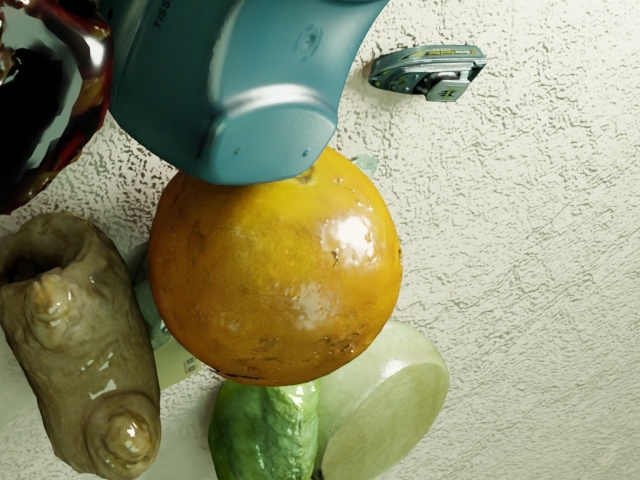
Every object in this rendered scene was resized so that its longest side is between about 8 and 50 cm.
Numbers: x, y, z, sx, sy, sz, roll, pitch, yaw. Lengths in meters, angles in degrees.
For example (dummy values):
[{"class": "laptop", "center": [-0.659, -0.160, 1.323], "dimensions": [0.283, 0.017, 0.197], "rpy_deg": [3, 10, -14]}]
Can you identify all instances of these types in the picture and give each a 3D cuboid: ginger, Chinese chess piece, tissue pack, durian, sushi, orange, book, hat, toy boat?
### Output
[{"class": "ginger", "center": [-0.219, 0.109, 1.231], "dimensions": [0.130, 0.221, 0.275], "rpy_deg": [-19, 147, -6]}, {"class": "Chinese chess piece", "center": [0.053, 0.205, 1.637], "dimensions": [0.238, 0.092, 0.237], "rpy_deg": [-32, 145, -25]}, {"class": "tissue pack", "center": [-0.064, -0.206, 1.091], "dimensions": [0.198, 0.206, 0.287], "rpy_deg": [-5, 130, -51]}, {"class": "durian", "center": [-0.068, 0.230, 1.529], "dimensions": [0.101, 0.139, 0.250], "rpy_deg": [-5, 129, -34]}, {"class": "sushi", "center": [-0.272, -0.117, 0.967], "dimensions": [0.227, 0.212, 0.215], "rpy_deg": [-30, 140, -20]}, {"class": "orange", "center": [-0.042, 0.021, 1.229], "dimensions": [0.240, 0.240, 0.240], "rpy_deg": [-24, 138, -24]}, {"class": "book", "center": [-0.183, 0.137, 1.440], "dimensions": [0.111, 0.014, 0.077], "rpy_deg": [-26, 137, -23]}, {"class": "hat", "center": [-0.141, 0.050, 1.356], "dimensions": [0.166, 0.081, 0.122], "rpy_deg": [-40, 146, -21]}, {"class": "toy boat", "center": [0.107, -0.176, 1.380], "dimensions": [0.141, 0.060, 0.055], "rpy_deg": [-7, 153, -32]}]

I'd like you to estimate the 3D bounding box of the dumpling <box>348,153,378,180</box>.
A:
[{"class": "dumpling", "center": [0.003, 0.004, 1.408], "dimensions": [0.149, 0.105, 0.216], "rpy_deg": [26, 102, -44]}]
